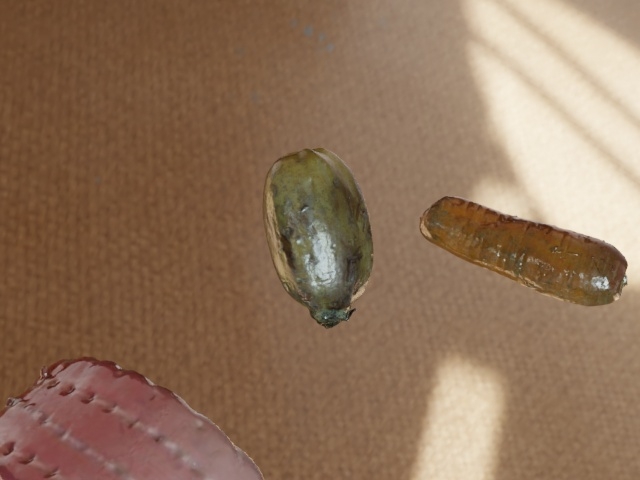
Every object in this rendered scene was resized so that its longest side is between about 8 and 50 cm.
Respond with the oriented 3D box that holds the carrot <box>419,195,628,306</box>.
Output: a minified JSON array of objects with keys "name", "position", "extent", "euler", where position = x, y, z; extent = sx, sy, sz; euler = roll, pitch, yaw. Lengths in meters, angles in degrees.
[{"name":"carrot","position":[0.170,0.009,1.175],"extent":[0.186,0.060,0.060],"euler":[18,44,16]}]

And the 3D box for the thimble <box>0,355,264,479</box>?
[{"name":"thimble","position":[-0.127,0.174,0.903],"extent":[0.190,0.163,0.125],"euler":[27,61,29]}]

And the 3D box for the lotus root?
[{"name":"lotus root","position":[0.000,0.000,0.729],"extent":[0.054,0.049,0.099],"euler":[-17,100,-30]}]
